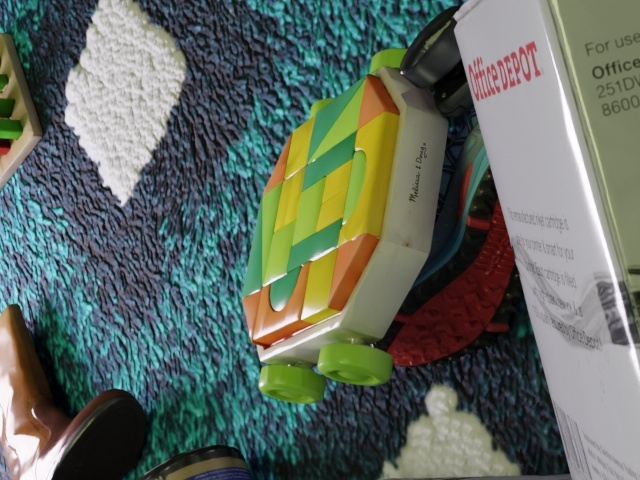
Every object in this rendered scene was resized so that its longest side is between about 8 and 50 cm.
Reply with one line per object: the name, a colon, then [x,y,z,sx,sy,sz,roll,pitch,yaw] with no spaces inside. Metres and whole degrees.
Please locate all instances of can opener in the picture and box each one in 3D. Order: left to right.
can opener: [0.142,-0.157,0.939,0.186,0.073,0.059,-38,54,30]

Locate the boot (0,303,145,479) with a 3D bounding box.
boot: [-0.311,0.183,1.530,0.264,0.096,0.280,-62,41,36]

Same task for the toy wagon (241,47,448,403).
toy wagon: [0.000,0.000,1.109,0.344,0.068,0.267,-29,47,61]

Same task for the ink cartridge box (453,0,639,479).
ink cartridge box: [0.213,0.030,0.723,0.285,0.166,0.395,-121,15,-87]

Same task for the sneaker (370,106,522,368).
sneaker: [0.117,-0.009,1.062,0.262,0.104,0.125,-58,28,30]

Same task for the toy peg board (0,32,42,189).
toy peg board: [-0.439,-0.154,1.657,0.160,0.079,0.161,-42,59,38]

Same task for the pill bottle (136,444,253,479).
pill bottle: [-0.092,0.315,1.238,0.123,0.122,0.219,-46,58,36]

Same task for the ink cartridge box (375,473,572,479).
ink cartridge box: [0.089,0.244,0.978,0.289,0.211,0.122,-12,81,46]
